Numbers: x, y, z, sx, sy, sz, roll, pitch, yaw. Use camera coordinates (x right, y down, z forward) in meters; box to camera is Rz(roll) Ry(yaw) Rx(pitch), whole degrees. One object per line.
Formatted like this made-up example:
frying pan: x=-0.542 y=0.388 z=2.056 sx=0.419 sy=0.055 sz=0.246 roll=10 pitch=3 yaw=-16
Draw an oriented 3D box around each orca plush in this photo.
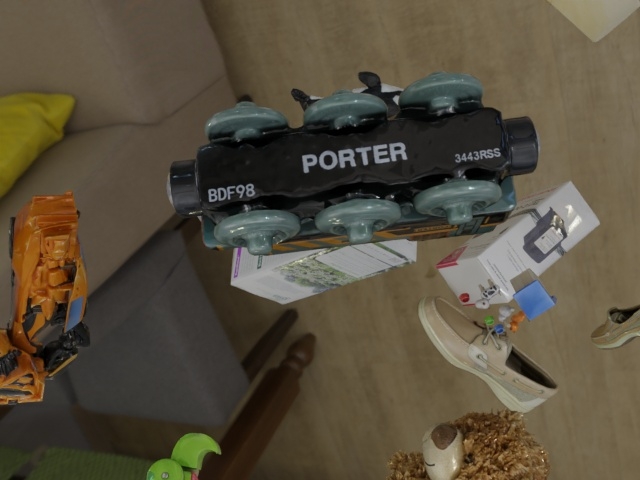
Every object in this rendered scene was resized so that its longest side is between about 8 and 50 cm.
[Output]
orca plush: x=0.065 y=-0.277 z=1.653 sx=0.287 sy=0.102 sz=0.151 roll=17 pitch=131 yaw=16

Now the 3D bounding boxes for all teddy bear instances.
teddy bear: x=0.089 y=0.300 z=0.848 sx=0.113 sy=0.245 sz=0.338 roll=48 pitch=132 yaw=8

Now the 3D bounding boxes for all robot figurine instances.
robot figurine: x=-0.337 y=0.075 z=0.801 sx=0.211 sy=0.085 sz=0.291 roll=-1 pitch=133 yaw=-24

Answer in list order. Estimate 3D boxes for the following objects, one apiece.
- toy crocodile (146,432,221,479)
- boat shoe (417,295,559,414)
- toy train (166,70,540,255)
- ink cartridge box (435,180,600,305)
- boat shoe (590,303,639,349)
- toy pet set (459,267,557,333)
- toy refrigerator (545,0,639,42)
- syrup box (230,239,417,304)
toy crocodile: x=-0.268 y=0.501 z=1.370 sx=0.105 sy=0.341 sz=0.115 roll=10 pitch=146 yaw=9
boat shoe: x=0.306 y=0.195 z=1.419 sx=0.302 sy=0.109 sz=0.098 roll=42 pitch=126 yaw=-10
toy train: x=0.031 y=-0.053 z=0.735 sx=0.333 sy=0.190 sz=0.142 roll=-8 pitch=75 yaw=2
ink cartridge box: x=0.351 y=0.008 z=1.397 sx=0.100 sy=0.237 sz=0.172 roll=55 pitch=163 yaw=-4
boat shoe: x=0.585 y=0.157 z=1.517 sx=0.072 sy=0.068 sz=0.190 roll=38 pitch=148 yaw=-5
toy pet set: x=0.284 y=0.103 z=1.132 sx=0.114 sy=0.065 sz=0.122 roll=-36 pitch=131 yaw=21
toy refrigerator: x=0.332 y=-0.407 z=1.122 sx=0.269 sy=0.102 sz=0.094 roll=29 pitch=128 yaw=-29
syrup box: x=0.000 y=0.000 z=0.951 sx=0.093 sy=0.096 sz=0.237 roll=26 pitch=148 yaw=-37
